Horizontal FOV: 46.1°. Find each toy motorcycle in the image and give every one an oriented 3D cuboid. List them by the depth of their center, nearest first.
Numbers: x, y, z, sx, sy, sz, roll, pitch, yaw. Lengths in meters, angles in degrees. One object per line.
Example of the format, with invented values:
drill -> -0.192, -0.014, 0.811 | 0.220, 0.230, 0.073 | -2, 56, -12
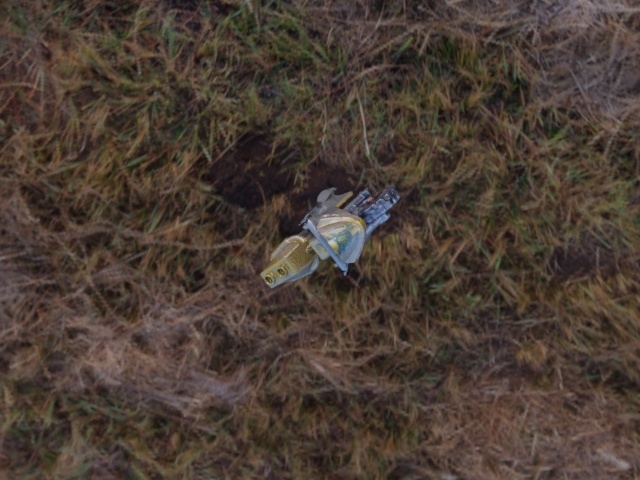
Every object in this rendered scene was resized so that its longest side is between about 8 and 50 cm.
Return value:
toy motorcycle -> 0.000, 0.001, 0.983 | 0.229, 0.130, 0.094 | -32, 102, 39
